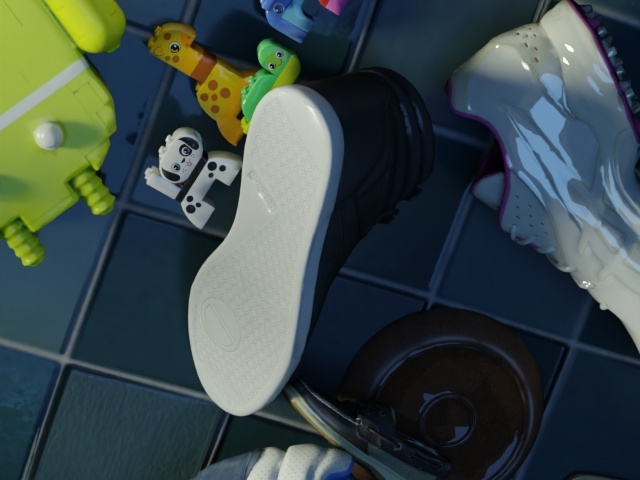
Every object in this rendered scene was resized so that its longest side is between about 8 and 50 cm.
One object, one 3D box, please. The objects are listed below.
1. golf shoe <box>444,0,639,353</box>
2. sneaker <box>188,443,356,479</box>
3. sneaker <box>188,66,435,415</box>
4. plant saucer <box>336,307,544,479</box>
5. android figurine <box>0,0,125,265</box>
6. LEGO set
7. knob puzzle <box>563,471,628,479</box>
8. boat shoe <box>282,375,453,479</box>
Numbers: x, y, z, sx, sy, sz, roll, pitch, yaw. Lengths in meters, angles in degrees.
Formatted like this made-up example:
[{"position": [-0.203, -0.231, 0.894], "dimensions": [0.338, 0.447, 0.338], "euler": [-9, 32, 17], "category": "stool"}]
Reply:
[{"position": [0.192, -0.022, 1.439], "dimensions": [0.140, 0.115, 0.306], "euler": [-21, 102, 6], "category": "golf shoe"}, {"position": [0.000, 0.303, 1.444], "dimensions": [0.236, 0.130, 0.323], "euler": [-23, 104, 15], "category": "sneaker"}, {"position": [0.000, 0.000, 1.396], "dimensions": [0.147, 0.104, 0.296], "euler": [-25, 144, -43], "category": "sneaker"}, {"position": [0.096, 0.136, 1.495], "dimensions": [0.168, 0.029, 0.168], "euler": [-3, 107, -11], "category": "plant saucer"}, {"position": [-0.252, -0.107, 1.343], "dimensions": [0.248, 0.056, 0.273], "euler": [-34, 107, -1], "category": "android figurine"}, {"position": [-0.066, -0.135, 1.359], "dimensions": [0.093, 0.087, 0.227], "euler": [29, 104, -14], "category": "LEGO set"}, {"position": [0.232, 0.277, 1.561], "dimensions": [0.213, 0.030, 0.213], "euler": [-3, 106, -10], "category": "knob puzzle"}, {"position": [0.036, 0.141, 1.444], "dimensions": [0.152, 0.056, 0.049], "euler": [39, 92, -26], "category": "boat shoe"}]
